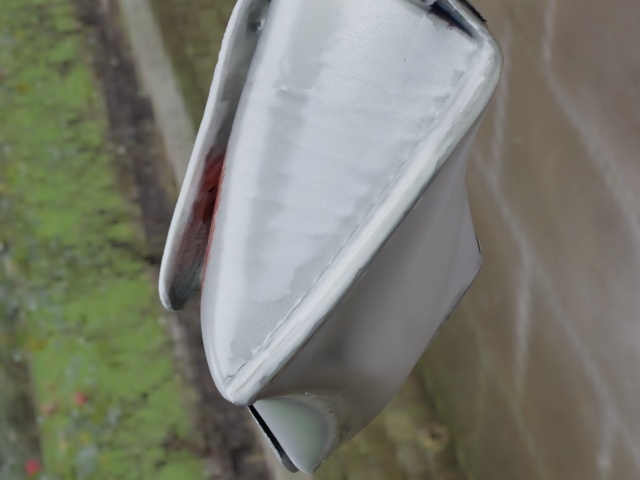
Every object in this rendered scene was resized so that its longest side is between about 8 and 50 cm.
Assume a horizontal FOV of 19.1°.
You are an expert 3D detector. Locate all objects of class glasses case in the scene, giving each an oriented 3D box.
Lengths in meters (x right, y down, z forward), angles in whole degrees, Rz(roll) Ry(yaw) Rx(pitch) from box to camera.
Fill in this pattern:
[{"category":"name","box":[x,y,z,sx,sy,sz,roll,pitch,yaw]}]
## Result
[{"category":"glasses case","box":[-0.001,0.002,0.616,0.128,0.083,0.308,-61,-8,-8]}]
